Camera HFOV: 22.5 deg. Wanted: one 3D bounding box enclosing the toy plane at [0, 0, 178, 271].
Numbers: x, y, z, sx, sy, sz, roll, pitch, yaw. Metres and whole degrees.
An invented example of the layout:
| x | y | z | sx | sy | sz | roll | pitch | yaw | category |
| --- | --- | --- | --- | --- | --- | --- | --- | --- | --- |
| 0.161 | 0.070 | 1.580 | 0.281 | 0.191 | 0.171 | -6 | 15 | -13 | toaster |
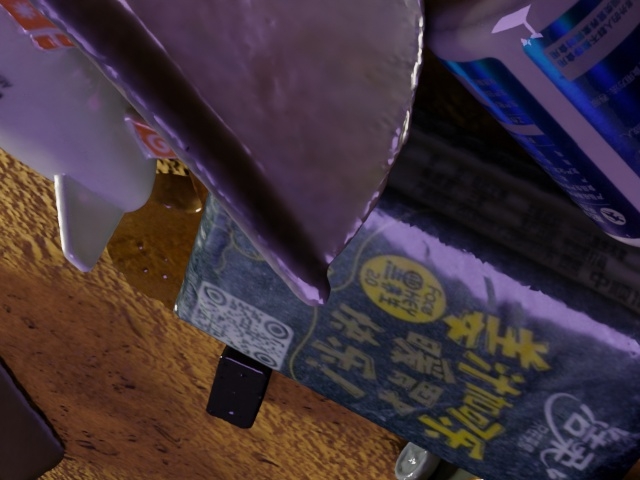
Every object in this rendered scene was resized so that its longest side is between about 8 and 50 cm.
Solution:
| x | y | z | sx | sy | sz | roll | pitch | yaw | category |
| --- | --- | --- | --- | --- | --- | --- | --- | --- | --- |
| -0.169 | -0.097 | 0.837 | 0.245 | 0.117 | 0.244 | 19 | 150 | 11 | toy plane |

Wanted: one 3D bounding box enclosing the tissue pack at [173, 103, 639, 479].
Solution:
| x | y | z | sx | sy | sz | roll | pitch | yaw | category |
| --- | --- | --- | --- | --- | --- | --- | --- | --- | --- |
| 0.059 | 0.031 | 0.821 | 0.257 | 0.081 | 0.185 | 27 | 145 | 4 | tissue pack |

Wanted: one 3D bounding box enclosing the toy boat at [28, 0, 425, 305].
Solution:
| x | y | z | sx | sy | sz | roll | pitch | yaw | category |
| --- | --- | --- | --- | --- | --- | --- | --- | --- | --- |
| -0.066 | -0.153 | 0.651 | 0.293 | 0.111 | 0.276 | 30 | 132 | 3 | toy boat |

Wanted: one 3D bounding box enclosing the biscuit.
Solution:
| x | y | z | sx | sy | sz | roll | pitch | yaw | category |
| --- | --- | --- | --- | --- | --- | --- | --- | --- | --- |
| 0.000 | 0.000 | 0.933 | 0.301 | 0.049 | 0.197 | -2 | 132 | 35 | biscuit |

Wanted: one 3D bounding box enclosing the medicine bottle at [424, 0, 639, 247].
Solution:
| x | y | z | sx | sy | sz | roll | pitch | yaw | category |
| --- | --- | --- | --- | --- | --- | --- | --- | --- | --- |
| 0.133 | -0.066 | 0.681 | 0.107 | 0.107 | 0.191 | -14 | 132 | 46 | medicine bottle |

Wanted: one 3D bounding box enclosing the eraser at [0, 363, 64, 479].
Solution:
| x | y | z | sx | sy | sz | roll | pitch | yaw | category |
| --- | --- | --- | --- | --- | --- | --- | --- | --- | --- |
| -0.325 | 0.103 | 1.292 | 0.111 | 0.077 | 0.352 | 11 | 147 | 27 | eraser |

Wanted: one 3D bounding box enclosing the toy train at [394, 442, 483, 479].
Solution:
| x | y | z | sx | sy | sz | roll | pitch | yaw | category |
| --- | --- | --- | --- | --- | --- | --- | --- | --- | --- |
| 0.102 | 0.198 | 1.089 | 0.089 | 0.127 | 0.219 | 38 | 148 | -22 | toy train |

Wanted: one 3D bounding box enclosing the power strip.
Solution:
| x | y | z | sx | sy | sz | roll | pitch | yaw | category |
| --- | --- | --- | --- | --- | --- | --- | --- | --- | --- |
| -0.055 | 0.099 | 1.140 | 0.038 | 0.029 | 0.111 | 23 | 151 | 1 | power strip |
